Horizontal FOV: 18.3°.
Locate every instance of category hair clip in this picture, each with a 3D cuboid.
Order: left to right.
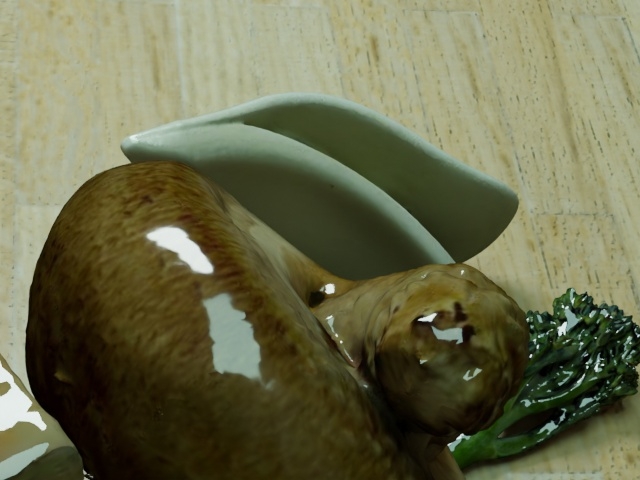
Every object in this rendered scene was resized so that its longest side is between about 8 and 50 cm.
[{"bbox_3d":[-0.005,-0.015,1.319,0.282,0.172,0.113,14,49,-8],"label":"hair clip"}]

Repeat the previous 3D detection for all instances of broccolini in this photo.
[{"bbox_3d":[0.134,0.099,1.279,0.091,0.068,0.203,47,53,11],"label":"broccolini"}]

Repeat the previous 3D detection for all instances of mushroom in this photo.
[{"bbox_3d":[-0.024,0.108,1.068,0.239,0.345,0.345,-15,46,-11],"label":"mushroom"}]

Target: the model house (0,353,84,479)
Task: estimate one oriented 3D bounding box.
[{"bbox_3d":[-0.251,0.141,0.990,0.245,0.312,0.280,-30,52,-21],"label":"model house"}]
